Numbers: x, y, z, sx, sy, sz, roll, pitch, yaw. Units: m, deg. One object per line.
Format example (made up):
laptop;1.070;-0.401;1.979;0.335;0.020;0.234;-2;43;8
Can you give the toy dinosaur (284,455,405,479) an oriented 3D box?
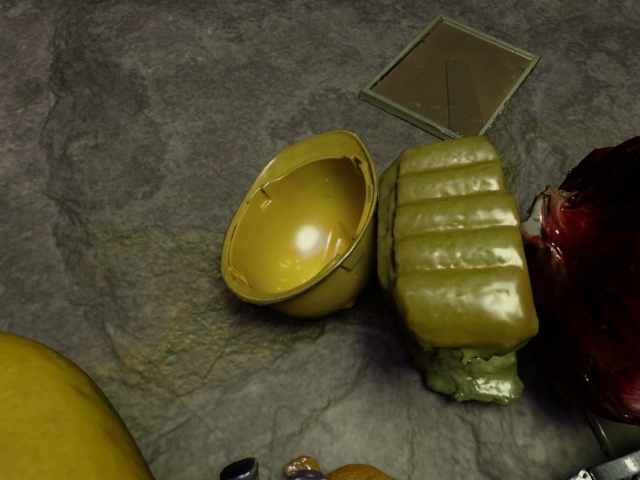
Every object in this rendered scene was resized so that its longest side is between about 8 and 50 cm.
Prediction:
toy dinosaur;0.058;0.251;0.435;0.161;0.039;0.126;-26;62;-19

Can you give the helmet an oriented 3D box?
helmet;0.000;0.000;0.526;0.205;0.140;0.257;-14;44;26

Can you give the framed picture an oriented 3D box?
framed picture;0.253;-0.311;0.794;0.232;0.024;0.315;33;62;16

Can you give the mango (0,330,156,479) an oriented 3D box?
mango;-0.242;0.237;0.299;0.444;0.220;0.302;17;75;17

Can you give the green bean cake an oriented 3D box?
green bean cake;0.140;0.041;0.449;0.124;0.236;0.233;-7;55;17

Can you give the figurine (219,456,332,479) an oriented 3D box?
figurine;-0.005;0.276;0.337;0.222;0.145;0.146;-7;52;33

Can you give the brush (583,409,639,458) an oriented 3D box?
brush;0.371;0.312;0.424;0.085;0.020;0.337;-15;61;-11

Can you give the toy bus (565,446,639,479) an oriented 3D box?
toy bus;0.382;0.225;0.374;0.292;0.133;0.126;-23;55;3

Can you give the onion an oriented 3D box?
onion;0.314;0.024;0.421;0.232;0.314;0.314;24;60;-5
